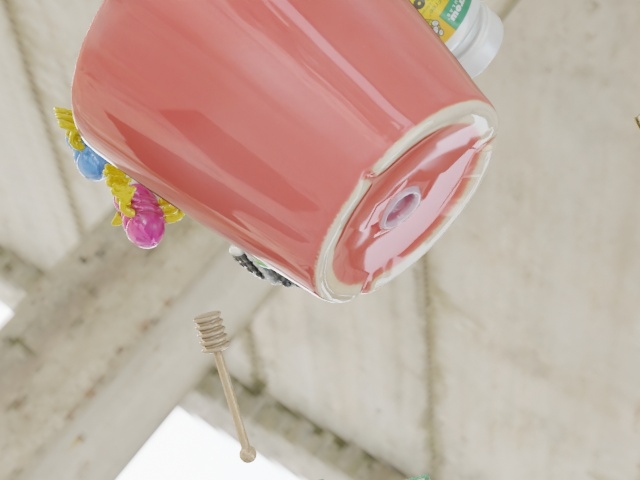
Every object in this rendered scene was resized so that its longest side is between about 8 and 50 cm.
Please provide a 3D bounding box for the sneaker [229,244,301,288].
[{"bbox_3d":[0.000,0.000,2.272,0.292,0.118,0.110,-4,-34,26],"label":"sneaker"}]

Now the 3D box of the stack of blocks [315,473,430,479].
[{"bbox_3d":[-0.003,0.363,1.719,0.297,0.171,0.087,-15,-63,5],"label":"stack of blocks"}]

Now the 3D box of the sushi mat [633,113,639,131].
[{"bbox_3d":[0.471,-0.020,1.754,0.019,0.151,0.316,-28,-94,39],"label":"sushi mat"}]

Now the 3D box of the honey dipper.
[{"bbox_3d":[-0.092,0.150,1.508,0.030,0.030,0.161,-5,-75,53],"label":"honey dipper"}]

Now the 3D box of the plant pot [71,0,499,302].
[{"bbox_3d":[-0.013,-0.099,1.153,0.243,0.275,0.275,44,-25,23],"label":"plant pot"}]

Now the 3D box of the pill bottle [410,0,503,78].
[{"bbox_3d":[0.082,-0.243,1.459,0.208,0.117,0.117,34,-21,-35],"label":"pill bottle"}]

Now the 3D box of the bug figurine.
[{"bbox_3d":[-0.120,-0.046,1.408,0.279,0.216,0.072,11,-65,-19],"label":"bug figurine"}]
